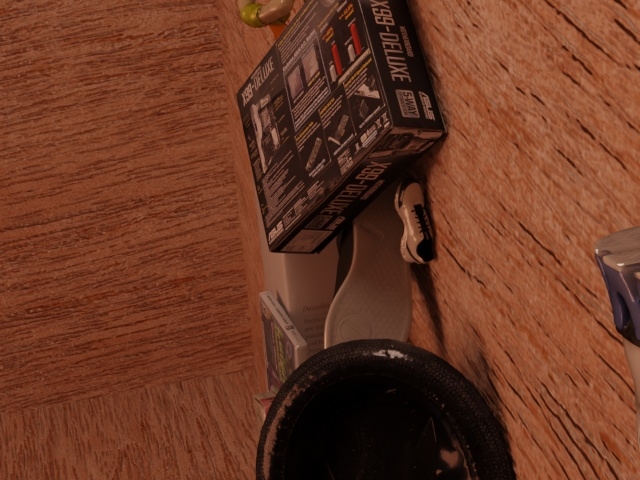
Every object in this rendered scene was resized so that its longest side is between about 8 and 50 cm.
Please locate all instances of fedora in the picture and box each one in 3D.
[{"bbox_3d":[0.087,0.271,1.272,0.152,0.334,0.334,-8,-91,-69],"label":"fedora"}]

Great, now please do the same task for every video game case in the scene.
[{"bbox_3d":[-0.048,0.191,1.586,0.173,0.022,0.190,-132,35,-59],"label":"video game case"}]

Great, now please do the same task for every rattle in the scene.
[{"bbox_3d":[-0.051,-0.422,1.827,0.130,0.143,0.199,-33,45,46],"label":"rattle"}]

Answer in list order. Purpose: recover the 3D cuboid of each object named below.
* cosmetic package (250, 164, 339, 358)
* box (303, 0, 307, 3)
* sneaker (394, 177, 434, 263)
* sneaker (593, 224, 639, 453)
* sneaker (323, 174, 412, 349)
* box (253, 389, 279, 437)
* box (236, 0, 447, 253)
[{"bbox_3d":[0.006,0.053,1.670,0.230,0.162,0.453,-130,33,-71],"label":"cosmetic package"},{"bbox_3d":[-0.006,-0.397,1.733,0.164,0.021,0.201,102,158,-65],"label":"box"},{"bbox_3d":[0.118,-0.022,1.329,0.044,0.040,0.109,24,128,59],"label":"sneaker"},{"bbox_3d":[0.232,0.107,0.534,0.315,0.127,0.182,-108,7,-76],"label":"sneaker"},{"bbox_3d":[0.063,0.067,1.428,0.147,0.105,0.295,102,177,-76],"label":"sneaker"},{"bbox_3d":[0.041,0.257,1.431,0.127,0.232,0.148,171,90,-80],"label":"box"},{"bbox_3d":[0.011,-0.156,1.345,0.307,0.077,0.242,-44,51,49],"label":"box"}]
